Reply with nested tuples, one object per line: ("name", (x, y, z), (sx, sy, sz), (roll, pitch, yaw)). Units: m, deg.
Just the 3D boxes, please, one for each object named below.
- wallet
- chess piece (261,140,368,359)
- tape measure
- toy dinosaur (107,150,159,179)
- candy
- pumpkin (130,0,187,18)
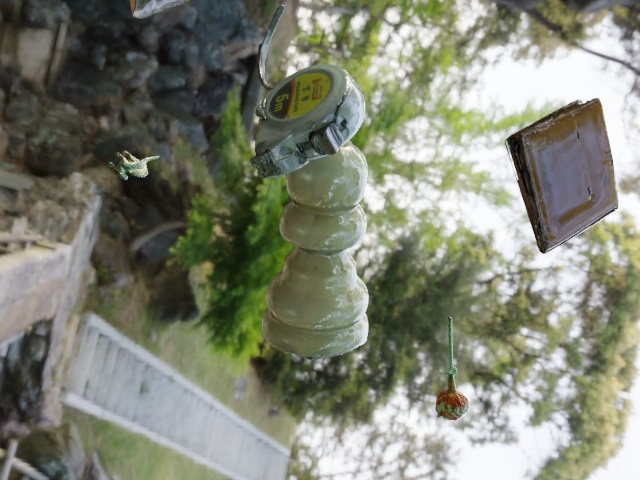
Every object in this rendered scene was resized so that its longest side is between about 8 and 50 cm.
("wallet", (0.367, -0.100, 1.313), (0.042, 0.161, 0.195), (26, -41, 62))
("chess piece", (0.000, 0.000, 1.367), (0.182, 0.182, 0.330), (-102, -166, -68))
("tape measure", (-0.016, -0.225, 1.226), (0.330, 0.164, 0.084), (-86, 158, -44))
("toy dinosaur", (-0.323, -0.131, 1.539), (0.119, 0.060, 0.029), (-17, 144, -55))
("candy", (0.213, 0.211, 1.424), (0.049, 0.055, 0.185), (-81, 168, -72))
("pumpkin", (-0.135, -0.276, 0.749), (0.119, 0.107, 0.183), (93, -25, -54))
